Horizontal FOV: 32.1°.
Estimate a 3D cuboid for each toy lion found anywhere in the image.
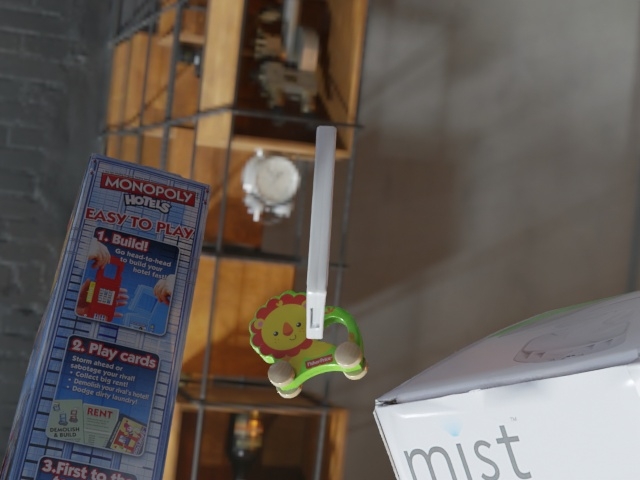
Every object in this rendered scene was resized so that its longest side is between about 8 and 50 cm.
[{"bbox_3d":[-0.014,0.086,1.000,0.100,0.096,0.034,-16,146,9],"label":"toy lion"}]

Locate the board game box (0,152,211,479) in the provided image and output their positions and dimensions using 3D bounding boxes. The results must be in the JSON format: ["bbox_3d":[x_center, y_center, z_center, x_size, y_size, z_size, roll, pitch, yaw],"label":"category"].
[{"bbox_3d":[-0.105,0.071,0.509,0.060,0.194,0.194,16,158,-14],"label":"board game box"}]

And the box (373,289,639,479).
[{"bbox_3d":[0.173,0.116,0.318,0.127,0.231,0.262,-18,178,-44],"label":"box"}]

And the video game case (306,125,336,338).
[{"bbox_3d":[0.000,0.000,0.601,0.011,0.087,0.122,3,165,0],"label":"video game case"}]
